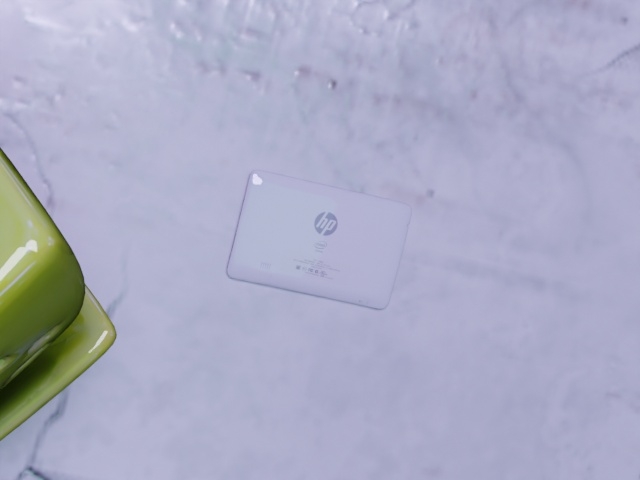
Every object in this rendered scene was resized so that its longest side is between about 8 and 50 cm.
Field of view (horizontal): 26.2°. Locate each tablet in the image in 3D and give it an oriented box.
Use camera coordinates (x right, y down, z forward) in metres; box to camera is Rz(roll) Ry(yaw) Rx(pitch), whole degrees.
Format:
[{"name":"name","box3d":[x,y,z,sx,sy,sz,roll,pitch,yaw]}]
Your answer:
[{"name":"tablet","box3d":[0.000,0.000,0.667,0.083,0.006,0.054,12,96,-15]}]

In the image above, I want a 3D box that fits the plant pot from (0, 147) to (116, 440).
[{"name":"plant pot","box3d":[-0.219,0.012,0.489,0.227,0.207,0.228,-39,78,-5]}]
